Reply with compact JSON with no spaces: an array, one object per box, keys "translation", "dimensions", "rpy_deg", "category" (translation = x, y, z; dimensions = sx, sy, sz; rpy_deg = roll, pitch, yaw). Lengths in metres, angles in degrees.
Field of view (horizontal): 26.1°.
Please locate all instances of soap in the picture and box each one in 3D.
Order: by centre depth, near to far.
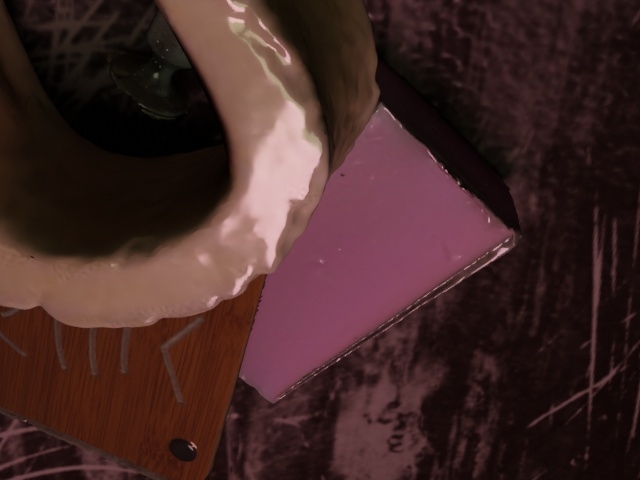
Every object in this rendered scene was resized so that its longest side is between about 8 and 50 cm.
[{"translation":[0.000,-0.001,1.068],"dimensions":[0.259,0.081,0.181],"rpy_deg":[-35,124,24],"category":"soap"}]

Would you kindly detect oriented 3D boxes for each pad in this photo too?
[{"translation":[-0.193,0.051,1.061],"dimensions":[0.284,0.018,0.287],"rpy_deg":[22,128,6],"category":"pad"}]

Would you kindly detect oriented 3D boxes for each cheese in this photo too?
[{"translation":[-0.136,-0.125,0.832],"dimensions":[0.292,0.153,0.332],"rpy_deg":[-16,115,24],"category":"cheese"}]

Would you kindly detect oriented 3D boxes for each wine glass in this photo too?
[{"translation":[-0.083,-0.157,0.929],"dimensions":[0.072,0.072,0.155],"rpy_deg":[22,126,-24],"category":"wine glass"}]
